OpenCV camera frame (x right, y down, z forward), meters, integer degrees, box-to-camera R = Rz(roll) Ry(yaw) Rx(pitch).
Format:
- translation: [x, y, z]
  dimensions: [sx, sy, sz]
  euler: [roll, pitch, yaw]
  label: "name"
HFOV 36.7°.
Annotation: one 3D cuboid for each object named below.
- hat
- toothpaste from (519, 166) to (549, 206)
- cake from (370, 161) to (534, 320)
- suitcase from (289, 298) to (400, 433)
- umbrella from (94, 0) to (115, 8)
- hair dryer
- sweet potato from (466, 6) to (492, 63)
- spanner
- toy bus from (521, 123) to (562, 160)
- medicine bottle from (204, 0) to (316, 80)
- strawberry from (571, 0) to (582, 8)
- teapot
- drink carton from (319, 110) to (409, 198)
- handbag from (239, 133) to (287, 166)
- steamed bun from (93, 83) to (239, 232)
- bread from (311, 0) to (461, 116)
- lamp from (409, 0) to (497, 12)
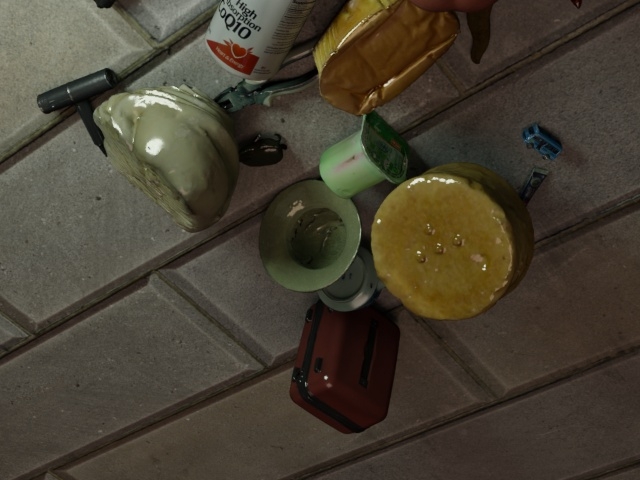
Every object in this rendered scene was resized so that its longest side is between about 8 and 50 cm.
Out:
- translation: [0.000, 0.000, 2.152]
  dimensions: [0.257, 0.257, 0.130]
  euler: [-20, 160, 22]
  label: "hat"
- translation: [0.452, -0.102, 2.109]
  dimensions: [0.037, 0.021, 0.140]
  euler: [13, 129, -13]
  label: "toothpaste"
- translation: [0.304, -0.013, 2.049]
  dimensions: [0.332, 0.321, 0.332]
  euler: [7, 106, 25]
  label: "cake"
- translation: [0.063, 0.292, 2.317]
  dimensions: [0.236, 0.297, 0.161]
  euler: [37, 135, -27]
  label: "suitcase"
- translation: [-0.342, -0.513, 1.786]
  dimensions: [0.235, 0.059, 0.066]
  euler: [-29, 147, 26]
  label: "umbrella"
- translation: [-0.471, -0.261, 2.037]
  dimensions: [0.173, 0.050, 0.195]
  euler: [-17, 133, 20]
  label: "hair dryer"
- translation: [0.301, -0.432, 1.801]
  dimensions: [0.069, 0.059, 0.249]
  euler: [-1, 138, -10]
  label: "sweet potato"
- translation: [-0.094, -0.322, 1.946]
  dimensions: [0.324, 0.040, 0.096]
  euler: [-21, 126, 21]
  label: "spanner"
- translation: [0.460, -0.204, 2.002]
  dimensions: [0.083, 0.038, 0.046]
  euler: [30, 124, -22]
  label: "toy bus"
- translation: [-0.091, -0.444, 1.755]
  dimensions: [0.157, 0.157, 0.289]
  euler: [22, 130, -14]
  label: "medicine bottle"
- translation: [0.487, -0.522, 1.669]
  dimensions: [0.174, 0.098, 0.228]
  euler: [32, 128, -23]
  label: "strawberry"
- translation: [0.077, 0.094, 2.250]
  dimensions: [0.232, 0.159, 0.159]
  euler: [1, 134, 26]
  label: "teapot"
- translation: [0.084, -0.163, 2.012]
  dimensions: [0.142, 0.144, 0.146]
  euler: [-27, 125, 33]
  label: "drink carton"
- translation: [-0.132, -0.189, 2.064]
  dimensions: [0.111, 0.047, 0.072]
  euler: [-13, 135, 16]
  label: "handbag"
- translation: [-0.279, -0.182, 1.953]
  dimensions: [0.309, 0.219, 0.324]
  euler: [40, 166, 18]
  label: "steamed bun"
- translation: [0.105, -0.379, 1.786]
  dimensions: [0.204, 0.156, 0.288]
  euler: [23, 123, -36]
  label: "bread"
- translation: [0.222, -0.519, 1.596]
  dimensions: [0.305, 0.305, 0.239]
  euler: [0, 172, 5]
  label: "lamp"
